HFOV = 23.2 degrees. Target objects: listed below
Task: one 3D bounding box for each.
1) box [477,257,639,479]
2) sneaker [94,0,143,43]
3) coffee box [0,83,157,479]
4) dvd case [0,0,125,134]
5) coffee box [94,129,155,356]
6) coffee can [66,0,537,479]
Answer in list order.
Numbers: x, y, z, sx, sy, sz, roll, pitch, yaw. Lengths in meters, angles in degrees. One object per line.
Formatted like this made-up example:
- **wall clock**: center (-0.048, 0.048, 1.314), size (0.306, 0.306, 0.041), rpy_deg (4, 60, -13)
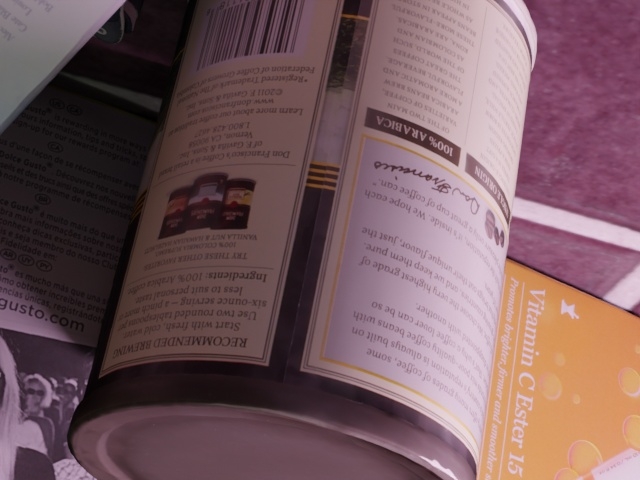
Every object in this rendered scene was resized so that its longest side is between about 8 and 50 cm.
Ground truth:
- **box**: center (0.180, 0.175, 1.148), size (0.345, 0.215, 0.168), rpy_deg (23, 150, -22)
- **sneaker**: center (-0.183, -0.132, 0.813), size (0.163, 0.086, 0.226), rpy_deg (24, 139, -22)
- **coffee box**: center (-0.166, 0.133, 1.066), size (0.338, 0.334, 0.337), rpy_deg (19, 151, -18)
- **dvd case**: center (-0.176, -0.151, 0.716), size (0.180, 0.022, 0.253), rpy_deg (38, 118, -20)
- **coffee box**: center (-0.060, 0.003, 0.944), size (0.113, 0.184, 0.040), rpy_deg (19, 154, -18)
- **coffee can**: center (0.000, 0.000, 0.815), size (0.201, 0.275, 0.201), rpy_deg (9, 153, 5)
